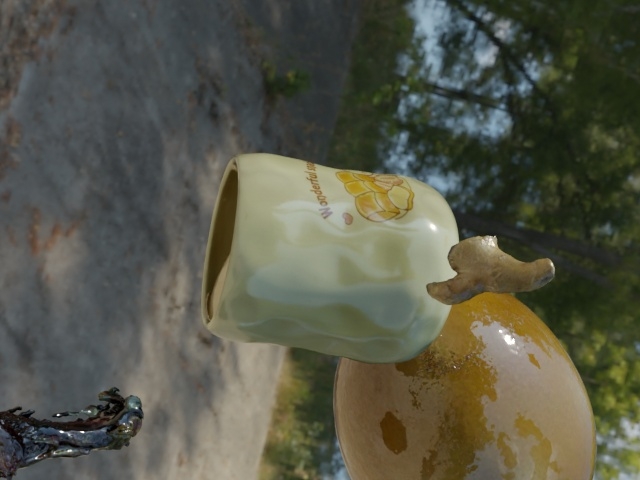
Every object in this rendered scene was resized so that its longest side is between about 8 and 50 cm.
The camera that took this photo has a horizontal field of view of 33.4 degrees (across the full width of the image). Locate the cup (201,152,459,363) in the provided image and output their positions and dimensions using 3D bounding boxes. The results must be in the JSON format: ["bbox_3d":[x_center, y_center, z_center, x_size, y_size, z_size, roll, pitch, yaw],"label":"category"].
[{"bbox_3d":[-0.002,0.020,0.995,0.255,0.202,0.173,167,-68,-75],"label":"cup"}]

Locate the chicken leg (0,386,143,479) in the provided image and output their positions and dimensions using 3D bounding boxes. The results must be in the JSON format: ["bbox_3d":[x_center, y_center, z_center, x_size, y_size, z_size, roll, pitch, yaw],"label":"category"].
[{"bbox_3d":[-0.213,0.152,0.647,0.051,0.106,0.253,-14,-162,47],"label":"chicken leg"}]

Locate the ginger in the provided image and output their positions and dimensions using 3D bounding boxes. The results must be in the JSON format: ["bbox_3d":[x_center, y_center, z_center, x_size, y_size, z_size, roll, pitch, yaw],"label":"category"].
[{"bbox_3d":[0.127,0.020,0.806,0.030,0.097,0.048,16,64,-75],"label":"ginger"}]

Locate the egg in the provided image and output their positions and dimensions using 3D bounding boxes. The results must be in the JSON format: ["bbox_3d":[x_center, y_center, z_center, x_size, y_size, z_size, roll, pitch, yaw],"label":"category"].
[{"bbox_3d":[0.159,0.202,1.193,0.282,0.282,0.351,-83,154,-63],"label":"egg"}]
